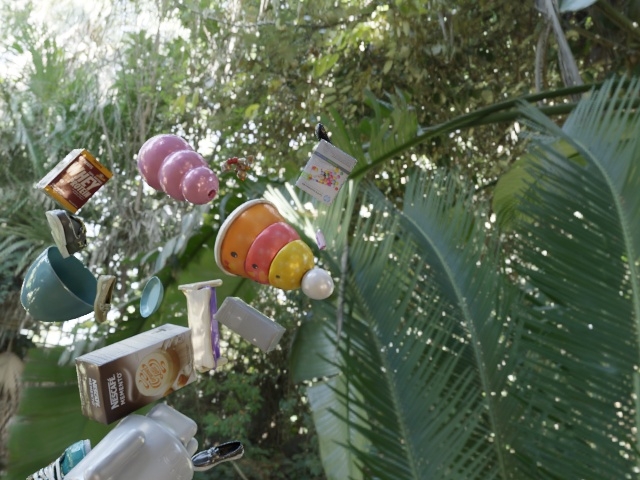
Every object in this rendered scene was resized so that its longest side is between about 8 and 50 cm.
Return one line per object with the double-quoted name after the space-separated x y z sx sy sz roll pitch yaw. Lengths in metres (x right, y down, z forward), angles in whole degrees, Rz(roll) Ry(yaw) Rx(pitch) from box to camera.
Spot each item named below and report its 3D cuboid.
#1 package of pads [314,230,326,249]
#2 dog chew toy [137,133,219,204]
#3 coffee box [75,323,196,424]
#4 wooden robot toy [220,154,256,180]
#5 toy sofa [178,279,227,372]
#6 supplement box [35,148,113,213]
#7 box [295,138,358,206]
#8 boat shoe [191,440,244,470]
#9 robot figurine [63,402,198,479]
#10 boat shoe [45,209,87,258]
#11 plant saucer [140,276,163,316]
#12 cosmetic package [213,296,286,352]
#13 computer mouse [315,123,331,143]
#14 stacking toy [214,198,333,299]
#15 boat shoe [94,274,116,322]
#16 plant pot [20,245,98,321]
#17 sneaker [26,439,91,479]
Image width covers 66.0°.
0.000 0.000 2.441 0.032 0.083 0.050 -14 -21 -16 "package of pads"
-0.476 -0.231 1.693 0.332 0.206 0.206 33 -13 29 "dog chew toy"
-0.419 0.301 1.144 0.098 0.141 0.247 3 12 35 "coffee box"
-0.288 -0.245 1.718 0.173 0.079 0.076 -7 -1 35 "wooden robot toy"
-0.467 0.350 2.048 0.177 0.362 0.150 -4 1 31 "toy sofa"
-0.871 -0.212 1.742 0.194 0.191 0.129 11 -31 52 "supplement box"
0.020 -0.234 1.708 0.145 0.186 0.038 34 15 7 "box"
-0.270 0.554 1.280 0.142 0.049 0.040 -9 -54 -23 "boat shoe"
-0.403 0.504 1.002 0.200 0.353 0.299 20 -51 20 "robot figurine"
-0.572 -0.023 1.125 0.069 0.081 0.228 -26 -4 -29 "boat shoe"
-0.485 0.165 1.428 0.021 0.119 0.119 21 -33 -39 "plant saucer"
-0.257 0.309 1.824 0.238 0.107 0.127 34 -1 14 "cosmetic package"
0.033 -0.346 1.898 0.041 0.071 0.242 -25 -52 5 "computer mouse"
-0.144 0.076 1.925 0.480 0.350 0.350 30 -14 30 "stacking toy"
-0.689 0.189 1.582 0.048 0.152 0.056 2 -10 3 "boat shoe"
-0.985 0.193 1.839 0.195 0.290 0.290 -38 -32 -2 "plant pot"
-0.601 0.558 1.118 0.121 0.108 0.302 4 -47 -40 "sneaker"
